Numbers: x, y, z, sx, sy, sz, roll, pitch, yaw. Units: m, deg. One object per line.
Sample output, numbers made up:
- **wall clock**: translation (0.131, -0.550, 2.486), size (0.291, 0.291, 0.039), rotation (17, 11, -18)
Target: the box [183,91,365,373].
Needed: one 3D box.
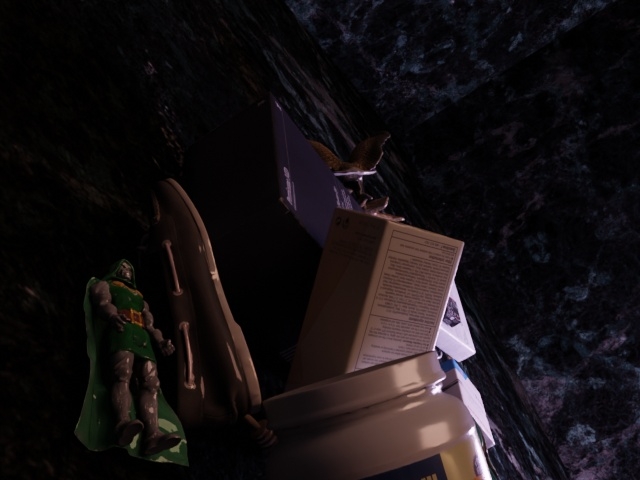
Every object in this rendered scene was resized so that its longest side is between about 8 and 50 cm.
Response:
- **box**: translation (-0.053, -0.006, 1.255), size (0.312, 0.179, 0.343), rotation (51, 16, -31)

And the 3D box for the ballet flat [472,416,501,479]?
- **ballet flat**: translation (0.277, 0.401, 1.452), size (0.070, 0.070, 0.188), rotation (45, 21, -41)

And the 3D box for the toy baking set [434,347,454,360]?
- **toy baking set**: translation (0.276, 0.224, 2.167), size (0.256, 0.030, 0.196), rotation (47, 24, -18)

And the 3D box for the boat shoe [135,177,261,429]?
- **boat shoe**: translation (-0.165, 0.061, 0.917), size (0.112, 0.096, 0.335), rotation (104, -34, -51)

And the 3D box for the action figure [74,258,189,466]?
- **action figure**: translation (-0.195, 0.107, 0.810), size (0.137, 0.063, 0.232), rotation (39, 21, -45)

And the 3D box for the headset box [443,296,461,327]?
- **headset box**: translation (0.331, 0.177, 2.087), size (0.062, 0.032, 0.083), rotation (38, 28, -32)

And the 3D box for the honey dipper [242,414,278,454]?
- **honey dipper**: translation (-0.102, 0.202, 0.973), size (0.160, 0.030, 0.030), rotation (51, 17, -23)

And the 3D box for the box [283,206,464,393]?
- **box**: translation (0.063, 0.126, 1.058), size (0.148, 0.311, 0.121), rotation (16, 2, -35)

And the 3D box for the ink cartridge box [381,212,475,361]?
- **ink cartridge box**: translation (0.270, 0.126, 2.165), size (0.330, 0.071, 0.324), rotation (36, 30, -32)

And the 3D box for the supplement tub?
- **supplement tub**: translation (0.076, 0.301, 0.853), size (0.235, 0.236, 0.324), rotation (8, 64, -71)

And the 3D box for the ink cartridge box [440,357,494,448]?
- **ink cartridge box**: translation (0.330, 0.395, 1.891), size (0.139, 0.082, 0.190), rotation (52, 17, -22)

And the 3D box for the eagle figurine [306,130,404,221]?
- **eagle figurine**: translation (0.057, -0.176, 1.961), size (0.226, 0.225, 0.298), rotation (28, 43, -44)
